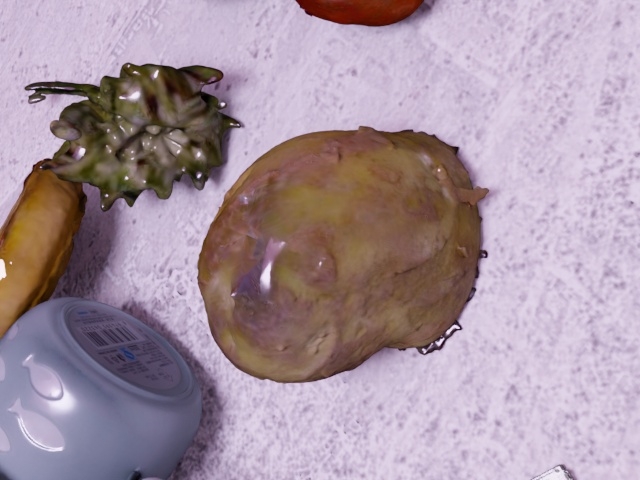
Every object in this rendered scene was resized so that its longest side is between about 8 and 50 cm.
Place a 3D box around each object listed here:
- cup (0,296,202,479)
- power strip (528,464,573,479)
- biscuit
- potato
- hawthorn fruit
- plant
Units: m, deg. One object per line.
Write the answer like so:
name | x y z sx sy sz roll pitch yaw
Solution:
cup | -0.268 0.255 0.856 0.356 0.259 0.275 42 100 39
power strip | 0.210 0.247 0.744 0.083 0.017 0.027 -34 67 20
biscuit | -0.397 0.032 1.002 0.296 0.102 0.296 -48 24 30
potato | 0.000 0.000 0.773 0.300 0.237 0.289 -2 81 28
hawthorn fruit | 0.031 -0.325 0.852 0.202 0.185 0.185 11 87 47
plant | -0.258 -0.196 0.998 0.333 0.251 0.180 -123 30 -43
